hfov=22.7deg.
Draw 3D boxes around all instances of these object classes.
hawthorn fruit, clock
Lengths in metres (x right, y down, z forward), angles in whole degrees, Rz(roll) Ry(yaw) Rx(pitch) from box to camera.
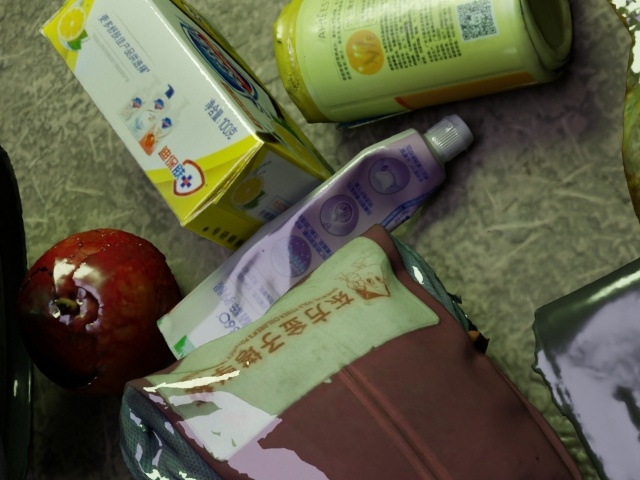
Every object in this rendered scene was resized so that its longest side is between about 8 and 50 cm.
[{"bbox_3d":[-0.193,0.061,1.363,0.148,0.172,0.148,0,85,5],"label":"hawthorn fruit"},{"bbox_3d":[-0.292,0.068,1.356,0.061,0.312,0.312,-3,73,-4],"label":"clock"}]

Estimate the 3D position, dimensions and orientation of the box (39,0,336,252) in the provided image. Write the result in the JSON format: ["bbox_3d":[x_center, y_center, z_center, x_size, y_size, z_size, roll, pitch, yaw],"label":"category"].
[{"bbox_3d":[-0.105,-0.108,1.358,0.097,0.168,0.265,-45,57,10],"label":"box"}]

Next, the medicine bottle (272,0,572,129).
[{"bbox_3d":[0.077,-0.164,1.289,0.239,0.124,0.124,-11,72,30],"label":"medicine bottle"}]

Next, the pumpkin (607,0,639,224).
[{"bbox_3d":[0.312,-0.173,1.158,0.258,0.095,0.290,-25,62,28],"label":"pumpkin"}]

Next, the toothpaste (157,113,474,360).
[{"bbox_3d":[0.000,0.000,1.286,0.301,0.048,0.075,-38,85,-3],"label":"toothpaste"}]

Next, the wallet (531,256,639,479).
[{"bbox_3d":[0.335,0.057,1.101,0.377,0.051,0.197,-30,72,23],"label":"wallet"}]

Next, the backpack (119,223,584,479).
[{"bbox_3d":[0.043,0.173,1.168,0.283,0.197,0.317,-35,67,-20],"label":"backpack"}]
